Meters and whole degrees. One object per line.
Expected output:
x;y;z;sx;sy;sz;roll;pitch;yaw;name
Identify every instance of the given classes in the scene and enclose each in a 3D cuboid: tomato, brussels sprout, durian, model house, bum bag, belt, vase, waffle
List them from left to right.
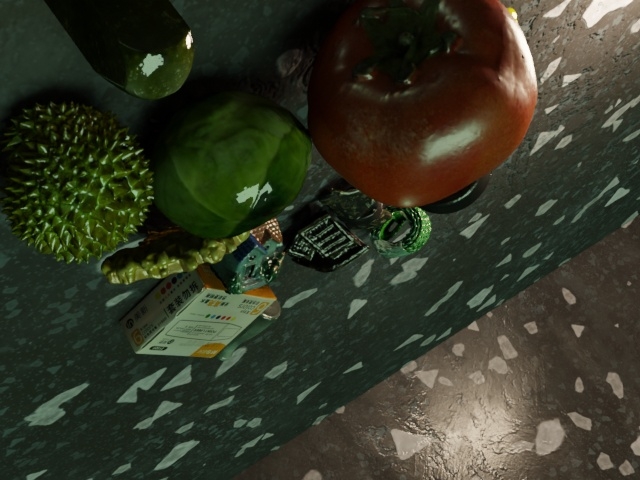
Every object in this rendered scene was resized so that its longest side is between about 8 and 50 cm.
-0.325;-0.068;1.044;0.200;0.176;0.237;-6;159;-15;durian
-0.236;0.008;1.293;0.249;0.056;0.253;-16;-166;-2;waffle
-0.123;-0.121;1.178;0.271;0.210;0.219;-32;166;-48;brussels sprout
-0.185;0.209;1.852;0.086;0.086;0.214;-7;148;-48;vase
-0.132;0.004;1.509;0.148;0.119;0.148;-18;143;-35;model house
-0.006;0.004;1.666;0.165;0.106;0.152;-34;155;8;model house
0.083;-0.070;1.697;0.102;0.069;0.248;-2;166;20;bum bag
0.185;-0.023;1.859;0.151;0.121;0.079;-41;158;24;belt
0.144;-0.217;1.178;0.341;0.341;0.273;-34;150;-4;tomato

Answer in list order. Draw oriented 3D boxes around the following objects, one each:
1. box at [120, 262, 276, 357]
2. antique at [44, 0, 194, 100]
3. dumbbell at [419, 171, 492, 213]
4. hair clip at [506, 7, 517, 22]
-0.248;0.145;1.628;0.221;0.091;0.274;-43;155;17;box
-0.214;-0.235;0.802;0.081;0.221;0.080;-22;154;-30;antique
0.198;-0.185;1.474;0.204;0.203;0.322;-40;155;10;dumbbell
0.326;-0.369;1.498;0.072;0.046;0.173;-20;150;-40;hair clip
